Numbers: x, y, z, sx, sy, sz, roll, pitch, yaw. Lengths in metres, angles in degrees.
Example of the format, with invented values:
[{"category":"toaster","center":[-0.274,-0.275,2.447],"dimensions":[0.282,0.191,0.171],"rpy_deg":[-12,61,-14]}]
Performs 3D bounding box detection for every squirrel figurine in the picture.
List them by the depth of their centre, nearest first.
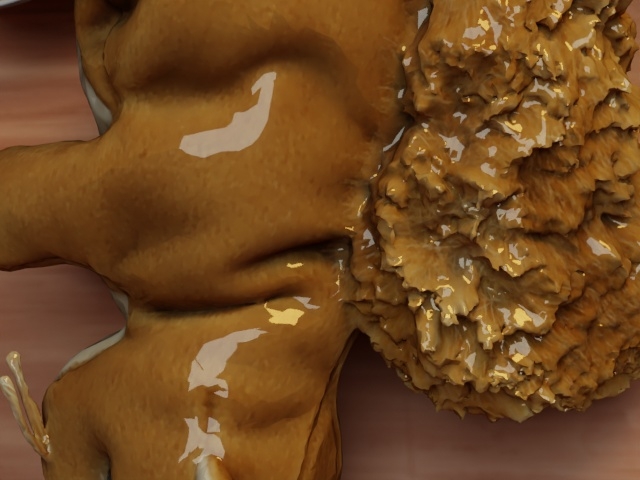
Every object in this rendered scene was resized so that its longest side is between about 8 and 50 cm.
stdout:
[{"category":"squirrel figurine","center":[0.000,0.000,0.851],"dimensions":[0.397,0.281,0.370],"rpy_deg":[-1,80,13]}]

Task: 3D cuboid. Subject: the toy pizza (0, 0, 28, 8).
[{"category":"toy pizza","center":[-0.176,-0.235,1.025],"dimensions":[0.201,0.032,0.201],"rpy_deg":[-22,46,24]}]
